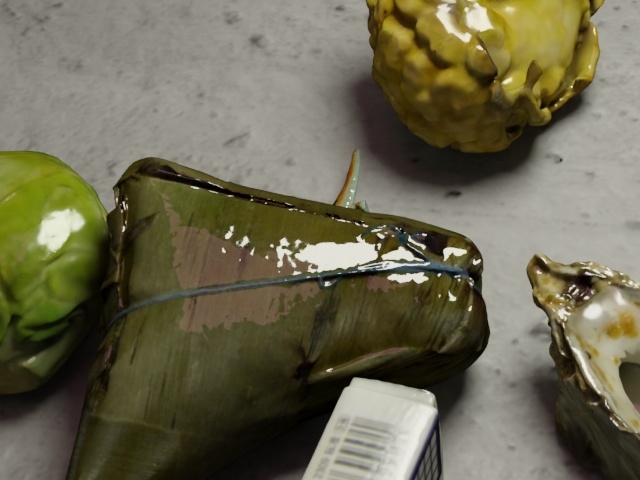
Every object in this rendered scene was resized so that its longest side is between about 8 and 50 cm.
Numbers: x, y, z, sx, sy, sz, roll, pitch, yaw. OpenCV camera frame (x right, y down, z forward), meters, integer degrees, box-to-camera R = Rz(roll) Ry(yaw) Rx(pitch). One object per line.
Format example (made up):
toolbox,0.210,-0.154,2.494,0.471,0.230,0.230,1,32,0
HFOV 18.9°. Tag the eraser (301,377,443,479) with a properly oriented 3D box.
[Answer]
eraser,0.015,0.245,1.414,0.081,0.124,0.279,11,48,18

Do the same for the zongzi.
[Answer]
zongzi,-0.042,0.131,1.533,0.322,0.160,0.361,11,65,7

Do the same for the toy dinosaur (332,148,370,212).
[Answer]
toy dinosaur,-0.001,-0.003,1.719,0.106,0.044,0.187,-21,49,9

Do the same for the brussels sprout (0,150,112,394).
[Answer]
brussels sprout,-0.273,0.018,1.644,0.223,0.161,0.223,1,48,-1

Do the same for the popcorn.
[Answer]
popcorn,0.150,-0.205,1.773,0.190,0.250,0.250,-18,33,42

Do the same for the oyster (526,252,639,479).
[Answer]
oyster,0.273,0.142,1.495,0.166,0.110,0.341,-40,56,-21
